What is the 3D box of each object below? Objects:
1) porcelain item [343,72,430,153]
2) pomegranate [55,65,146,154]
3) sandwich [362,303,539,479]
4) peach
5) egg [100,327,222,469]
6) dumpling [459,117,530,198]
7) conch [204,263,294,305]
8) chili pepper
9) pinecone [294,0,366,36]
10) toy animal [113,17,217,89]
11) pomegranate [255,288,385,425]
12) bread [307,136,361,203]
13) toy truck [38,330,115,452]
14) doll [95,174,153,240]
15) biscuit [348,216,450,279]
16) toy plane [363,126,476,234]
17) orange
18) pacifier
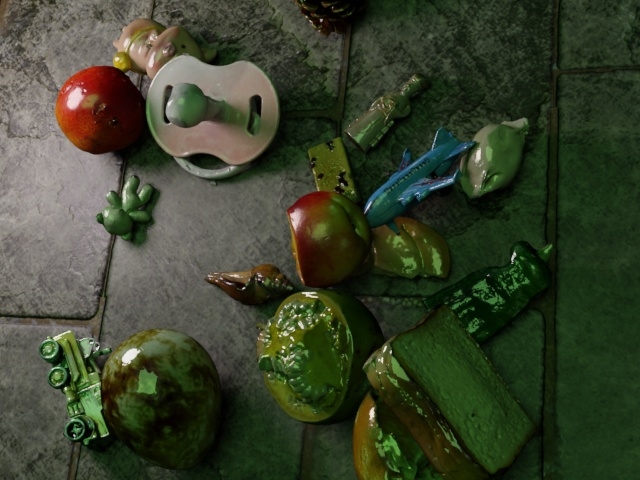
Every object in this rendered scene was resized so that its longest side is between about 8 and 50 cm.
[{"bbox_3d":[0.151,-0.286,1.867,0.213,0.054,0.084,-43,67,0],"label":"porcelain item"},{"bbox_3d":[-0.518,-0.300,2.019,0.235,0.210,0.210,-23,58,57],"label":"pomegranate"},{"bbox_3d":[0.232,0.279,1.509,0.099,0.271,0.301,-44,77,34],"label":"sandwich"},{"bbox_3d":[0.000,0.000,1.672,0.192,0.190,0.190,-29,65,29],"label":"peach"},{"bbox_3d":[-0.316,0.320,1.726,0.238,0.238,0.290,-18,86,12],"label":"egg"},{"bbox_3d":[0.345,-0.168,1.735,0.118,0.136,0.199,41,83,-17],"label":"dumpling"},{"bbox_3d":[-0.150,0.098,1.832,0.232,0.086,0.080,-13,109,27],"label":"conch"},{"bbox_3d":[0.342,0.095,1.656,0.270,0.099,0.136,-37,57,9],"label":"chili pepper"},{"bbox_3d":[0.013,-0.576,1.921,0.168,0.212,0.186,-38,76,4],"label":"pinecone"},{"bbox_3d":[-0.392,-0.447,2.051,0.248,0.149,0.165,30,93,17],"label":"toy animal"},{"bbox_3d":[-0.014,0.218,1.671,0.340,0.260,0.261,7,73,50],"label":"pomegranate"},{"bbox_3d":[0.034,-0.115,1.829,0.088,0.049,0.226,-19,55,7],"label":"bread"},{"bbox_3d":[-0.500,0.319,1.851,0.135,0.128,0.260,-20,67,-4],"label":"toy truck"},{"bbox_3d":[-0.449,-0.076,1.995,0.115,0.077,0.150,37,73,-13],"label":"doll"},{"bbox_3d":[0.121,0.015,1.785,0.299,0.045,0.154,-5,70,16],"label":"biscuit"},{"bbox_3d":[0.191,-0.116,1.734,0.271,0.105,0.254,-49,24,1],"label":"toy plane"},{"bbox_3d":[0.175,0.408,1.522,0.196,0.262,0.335,-35,76,19],"label":"orange"},{"bbox_3d":[-0.253,-0.291,1.914,0.332,0.273,0.220,10,61,17],"label":"pacifier"}]
